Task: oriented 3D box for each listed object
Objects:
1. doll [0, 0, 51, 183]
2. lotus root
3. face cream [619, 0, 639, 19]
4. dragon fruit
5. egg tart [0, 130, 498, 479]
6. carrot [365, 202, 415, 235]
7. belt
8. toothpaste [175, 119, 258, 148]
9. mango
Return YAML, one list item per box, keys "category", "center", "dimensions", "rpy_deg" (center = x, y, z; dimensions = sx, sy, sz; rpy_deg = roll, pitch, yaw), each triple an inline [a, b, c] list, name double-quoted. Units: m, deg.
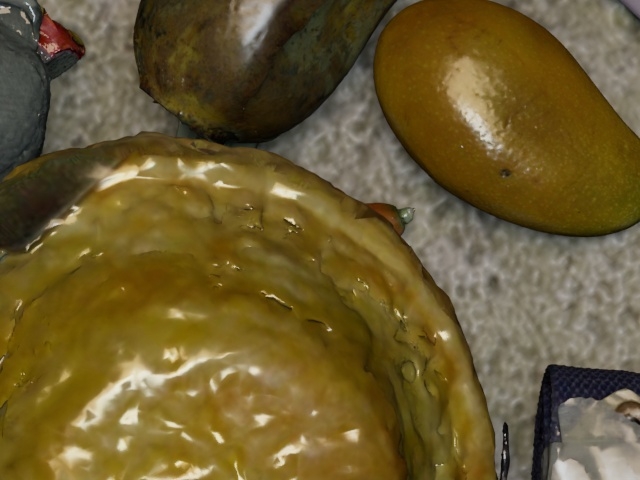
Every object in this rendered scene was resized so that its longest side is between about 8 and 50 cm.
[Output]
- category: "doll"
  center: [-0.268, 0.001, 1.223]
  dimensions: [0.245, 0.158, 0.340]
  rpy_deg: [-12, 105, -10]
- category: "lotus root"
  center: [-0.022, -0.189, 1.239]
  dimensions: [0.152, 0.160, 0.275]
  rpy_deg: [37, 80, 4]
- category: "face cream"
  center: [0.197, -0.268, 1.298]
  dimensions: [0.274, 0.096, 0.154]
  rpy_deg: [33, 76, -5]
- category: "dragon fruit"
  center: [-0.218, -0.138, 1.283]
  dimensions: [0.083, 0.056, 0.060]
  rpy_deg: [-36, 79, -5]
- category: "egg tart"
  center: [-0.089, 0.155, 1.105]
  dimensions: [0.443, 0.178, 0.443]
  rpy_deg: [0, 92, -12]
- category: "carrot"
  center: [0.000, 0.000, 1.259]
  dimensions: [0.142, 0.035, 0.035]
  rpy_deg: [-15, 77, 5]
- category: "belt"
  center: [0.176, 0.197, 1.151]
  dimensions: [0.126, 0.139, 0.231]
  rpy_deg: [5, 79, 1]
- category: "toothpaste"
  center: [-0.097, -0.002, 1.259]
  dimensions: [0.064, 0.041, 0.218]
  rpy_deg: [18, 74, -2]
- category: "mango"
  center: [0.136, -0.082, 1.246]
  dimensions: [0.227, 0.099, 0.136]
  rpy_deg: [37, 73, 1]
